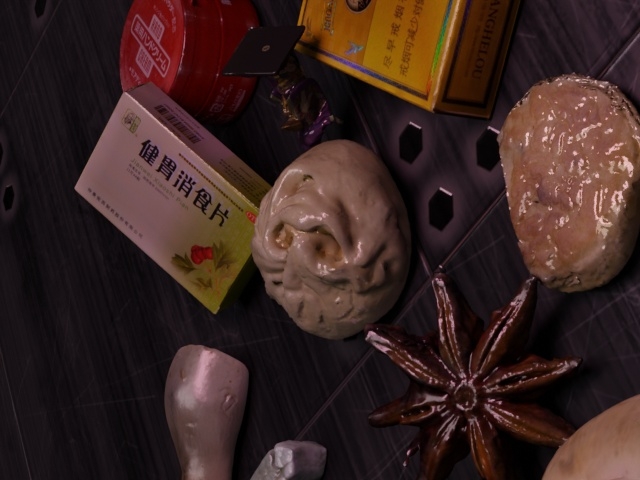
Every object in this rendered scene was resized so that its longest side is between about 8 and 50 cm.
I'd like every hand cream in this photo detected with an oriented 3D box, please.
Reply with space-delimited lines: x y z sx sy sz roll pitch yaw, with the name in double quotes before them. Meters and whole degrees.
"hand cream" -0.173 -0.250 2.151 0.193 0.125 0.193 -11 77 54

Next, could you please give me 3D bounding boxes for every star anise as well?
"star anise" 0.166 0.152 1.624 0.272 0.102 0.272 2 94 31

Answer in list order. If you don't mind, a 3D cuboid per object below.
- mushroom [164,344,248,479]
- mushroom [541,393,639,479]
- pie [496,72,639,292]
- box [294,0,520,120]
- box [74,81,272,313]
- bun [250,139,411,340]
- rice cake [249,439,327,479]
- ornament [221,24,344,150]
"mushroom" -0.152 0.250 2.076 0.116 0.093 0.225 1 81 35
"mushroom" 0.298 0.281 1.271 0.356 0.315 0.315 -78 1 -79
"pie" 0.248 -0.062 1.562 0.185 0.052 0.218 -39 52 48
"box" 0.094 -0.266 1.791 0.301 0.084 0.193 32 111 53
"box" -0.177 -0.054 2.071 0.260 0.062 0.175 42 125 12
"bun" 0.000 0.000 1.842 0.231 0.133 0.231 4 95 51
"rice cake" -0.089 0.363 1.990 0.063 0.066 0.336 54 129 34
"ornament" -0.018 -0.155 1.885 0.081 0.203 0.088 -1 46 42
